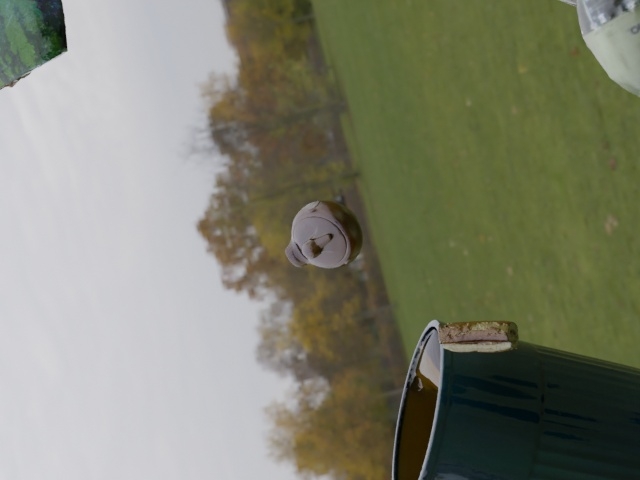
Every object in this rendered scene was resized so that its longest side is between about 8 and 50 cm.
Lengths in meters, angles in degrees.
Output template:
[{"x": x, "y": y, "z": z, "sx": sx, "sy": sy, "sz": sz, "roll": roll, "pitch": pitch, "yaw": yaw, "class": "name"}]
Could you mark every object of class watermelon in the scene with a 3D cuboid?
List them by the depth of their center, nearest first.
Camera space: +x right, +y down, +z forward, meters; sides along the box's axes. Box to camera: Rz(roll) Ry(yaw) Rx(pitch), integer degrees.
[{"x": -0.406, "y": -0.316, "z": 1.664, "sx": 0.128, "sy": 0.146, "sz": 0.231, "roll": 4, "pitch": -108, "yaw": -44, "class": "watermelon"}]

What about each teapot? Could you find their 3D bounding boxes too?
[{"x": 0.000, "y": 0.000, "z": 1.667, "sx": 0.098, "sy": 0.078, "sz": 0.129, "roll": 53, "pitch": 141, "yaw": -8, "class": "teapot"}]

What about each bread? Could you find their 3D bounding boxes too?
[{"x": 0.176, "y": 0.107, "z": 1.367, "sx": 0.047, "sy": 0.083, "sz": 0.036, "roll": 18, "pitch": -108, "yaw": -69, "class": "bread"}]

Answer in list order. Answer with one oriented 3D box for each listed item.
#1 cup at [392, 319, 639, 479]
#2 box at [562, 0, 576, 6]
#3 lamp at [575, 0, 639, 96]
[{"x": 0.254, "y": 0.276, "z": 1.552, "sx": 0.242, "sy": 0.292, "sz": 0.308, "roll": 133, "pitch": 147, "yaw": -79, "class": "cup"}, {"x": 0.336, "y": -0.412, "z": 1.602, "sx": 0.081, "sy": 0.135, "sz": 0.199, "roll": 48, "pitch": 122, "yaw": 50, "class": "box"}, {"x": 0.283, "y": -0.222, "z": 1.147, "sx": 0.250, "sy": 0.101, "sz": 0.101, "roll": 61, "pitch": -178, "yaw": -4, "class": "lamp"}]
